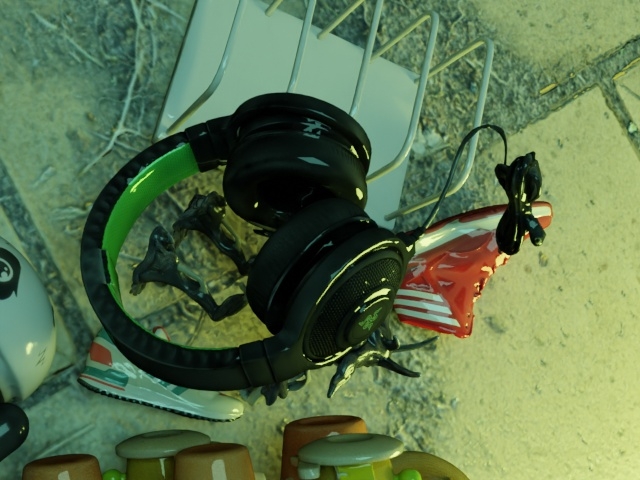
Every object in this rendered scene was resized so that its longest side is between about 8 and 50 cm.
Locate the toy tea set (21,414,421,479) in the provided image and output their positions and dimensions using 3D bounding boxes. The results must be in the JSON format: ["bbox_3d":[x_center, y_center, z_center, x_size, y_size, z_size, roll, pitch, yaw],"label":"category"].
[{"bbox_3d":[-0.085,0.231,0.823,0.336,0.200,0.124,-5,88,0],"label":"toy tea set"}]

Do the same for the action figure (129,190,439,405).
[{"bbox_3d":[-0.031,0.065,0.922,0.276,0.141,0.164,29,56,5],"label":"action figure"}]

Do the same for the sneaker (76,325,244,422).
[{"bbox_3d":[-0.141,0.122,0.904,0.161,0.057,0.075,18,76,-18],"label":"sneaker"}]

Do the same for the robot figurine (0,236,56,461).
[{"bbox_3d":[-0.342,0.099,0.746,0.278,0.174,0.209,-35,102,-27],"label":"robot figurine"}]

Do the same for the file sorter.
[{"bbox_3d":[0.007,-0.159,0.974,0.278,0.173,0.192,20,70,-20],"label":"file sorter"}]

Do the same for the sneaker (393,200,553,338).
[{"bbox_3d":[0.169,0.035,1.071,0.221,0.087,0.128,-15,94,-16],"label":"sneaker"}]

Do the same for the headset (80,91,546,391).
[{"bbox_3d":[0.000,0.000,0.832,0.394,0.185,0.243,-16,57,-2],"label":"headset"}]

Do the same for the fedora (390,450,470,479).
[{"bbox_3d":[0.087,0.311,0.959,0.194,0.079,0.194,9,67,-22],"label":"fedora"}]
